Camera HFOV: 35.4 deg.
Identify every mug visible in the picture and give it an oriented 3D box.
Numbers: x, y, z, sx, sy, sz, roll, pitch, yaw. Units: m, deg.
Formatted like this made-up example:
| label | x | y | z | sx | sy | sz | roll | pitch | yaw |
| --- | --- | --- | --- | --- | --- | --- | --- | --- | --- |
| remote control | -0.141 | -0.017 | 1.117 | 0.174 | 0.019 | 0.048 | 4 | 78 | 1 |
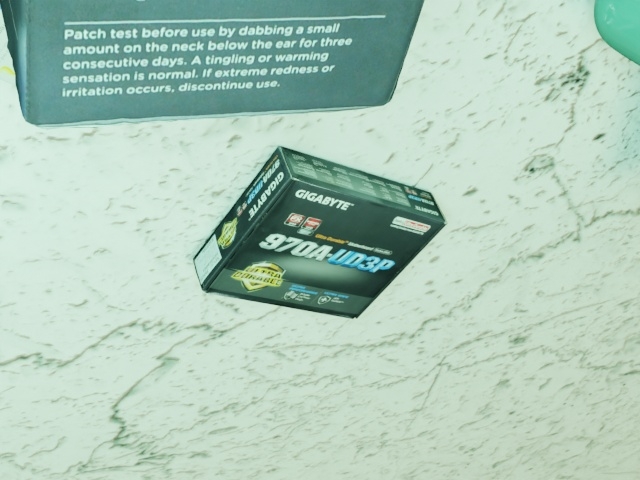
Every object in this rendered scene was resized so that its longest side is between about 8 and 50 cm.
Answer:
| label | x | y | z | sx | sy | sz | roll | pitch | yaw |
| --- | --- | --- | --- | --- | --- | --- | --- | --- | --- |
| mug | 0.313 | -0.218 | 0.921 | 0.129 | 0.097 | 0.158 | -42 | 152 | -15 |

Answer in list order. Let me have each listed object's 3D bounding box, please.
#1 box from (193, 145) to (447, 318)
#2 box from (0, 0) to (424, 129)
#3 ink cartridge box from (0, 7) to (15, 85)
| label | x | y | z | sx | sy | sz | roll | pitch | yaw |
| --- | --- | --- | --- | --- | --- | --- | --- | --- | --- |
| box | 0.000 | 0.000 | 1.074 | 0.220 | 0.051 | 0.175 | 14 | 129 | -38 |
| box | -0.058 | -0.299 | 0.481 | 0.211 | 0.294 | 0.396 | -6 | 139 | -22 |
| ink cartridge box | -0.185 | -0.161 | 0.773 | 0.104 | 0.062 | 0.181 | -43 | 139 | 24 |
